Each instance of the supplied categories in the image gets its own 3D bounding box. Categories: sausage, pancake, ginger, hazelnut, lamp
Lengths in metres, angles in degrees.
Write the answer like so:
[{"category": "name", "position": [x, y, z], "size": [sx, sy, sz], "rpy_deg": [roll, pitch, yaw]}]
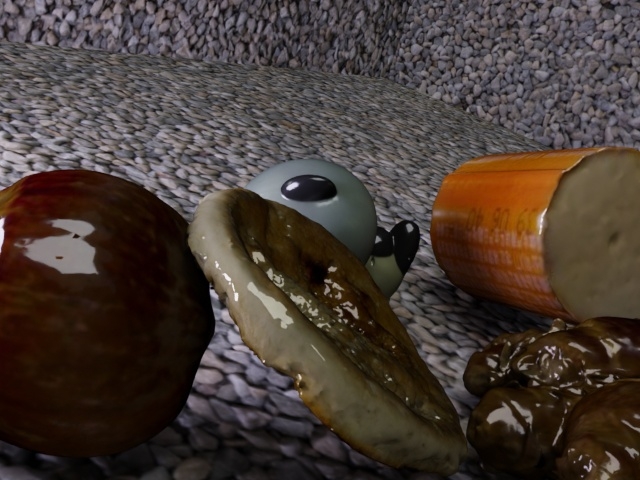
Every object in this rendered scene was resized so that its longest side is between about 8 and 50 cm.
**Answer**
[{"category": "sausage", "position": [0.309, -0.009, 1.074], "size": [0.233, 0.233, 0.287], "rpy_deg": [9, 1, -18]}, {"category": "pancake", "position": [0.014, 0.076, 0.735], "size": [0.356, 0.065, 0.356], "rpy_deg": [42, 12, -11]}, {"category": "ginger", "position": [0.286, 0.173, 0.803], "size": [0.274, 0.152, 0.357], "rpy_deg": [17, 19, 3]}, {"category": "hazelnut", "position": [-0.190, 0.053, 0.642], "size": [0.218, 0.234, 0.218], "rpy_deg": [6, -16, 2]}, {"category": "lamp", "position": [0.000, 0.000, 1.002], "size": [0.244, 0.198, 0.198], "rpy_deg": [23, 12, -39]}]
